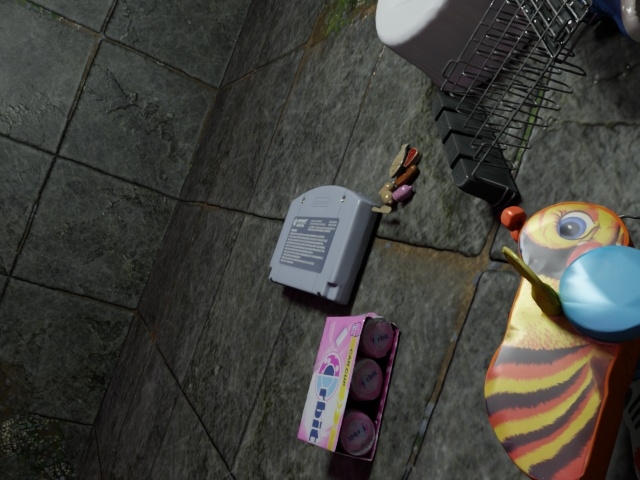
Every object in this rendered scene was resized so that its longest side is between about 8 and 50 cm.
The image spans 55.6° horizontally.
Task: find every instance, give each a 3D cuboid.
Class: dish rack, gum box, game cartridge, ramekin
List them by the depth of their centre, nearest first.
[{"bbox_3d":[0.222,-0.196,0.699,0.208,0.074,0.271,-96,24,-43],"label":"dish rack"},{"bbox_3d":[0.039,0.193,0.837,0.107,0.062,0.188,-15,58,61],"label":"gum box"},{"bbox_3d":[0.199,-0.367,0.867,0.277,0.135,0.277,-46,33,42],"label":"ramekin"},{"bbox_3d":[0.000,0.000,1.093,0.297,0.062,0.198,8,74,66],"label":"game cartridge"}]

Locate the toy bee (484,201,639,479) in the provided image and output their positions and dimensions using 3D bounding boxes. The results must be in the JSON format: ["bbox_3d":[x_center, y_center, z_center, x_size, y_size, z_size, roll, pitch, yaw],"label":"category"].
[{"bbox_3d":[0.207,0.042,0.489,0.298,0.195,0.162,-40,38,-24],"label":"toy bee"}]

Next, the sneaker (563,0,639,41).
[{"bbox_3d":[0.302,-0.247,0.641,0.085,0.058,0.152,-30,40,47],"label":"sneaker"}]

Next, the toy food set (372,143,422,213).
[{"bbox_3d":[0.127,-0.094,0.944,0.122,0.019,0.078,-62,24,-4],"label":"toy food set"}]

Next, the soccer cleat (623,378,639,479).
[{"bbox_3d":[0.252,0.147,0.473,0.035,0.029,0.083,143,145,-64],"label":"soccer cleat"}]
